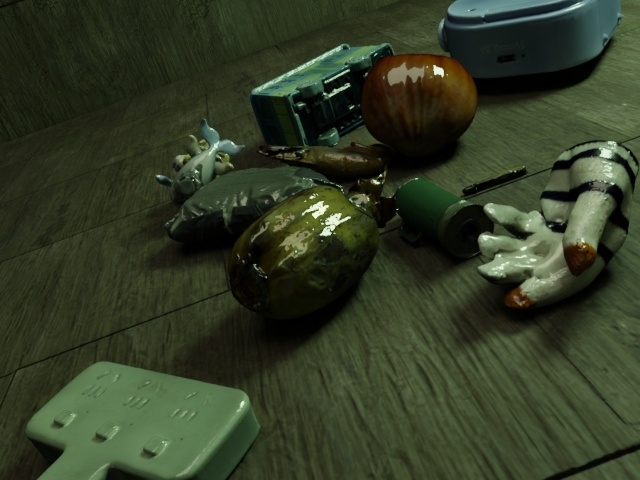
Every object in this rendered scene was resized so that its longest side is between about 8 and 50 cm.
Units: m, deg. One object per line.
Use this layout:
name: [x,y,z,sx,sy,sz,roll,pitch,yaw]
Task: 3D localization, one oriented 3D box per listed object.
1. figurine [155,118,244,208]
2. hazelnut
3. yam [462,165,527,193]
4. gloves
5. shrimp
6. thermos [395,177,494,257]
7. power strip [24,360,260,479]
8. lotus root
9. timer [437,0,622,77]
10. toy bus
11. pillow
figurine: [-0.236,-0.140,1.249,0.208,0.128,0.183,-50,10,29]
hazelnut: [0.179,-0.245,1.155,0.210,0.210,0.186,-16,3,7]
yam: [0.270,-0.094,0.969,0.107,0.014,0.014,-20,27,-1]
gloves: [0.273,-0.008,0.711,0.140,0.131,0.218,17,74,47]
shrimp: [0.010,-0.157,1.212,0.262,0.066,0.117,10,22,22]
thermos: [0.161,-0.037,0.882,0.073,0.083,0.187,-4,20,-18]
power strip: [-0.213,0.218,0.653,0.265,0.059,0.193,1,33,35]
lotus root: [0.000,0.002,0.832,0.154,0.154,0.278,11,41,46]
timer: [0.446,-0.469,1.383,0.395,0.173,0.395,-16,28,9]
toy bus: [0.020,-0.329,1.430,0.312,0.151,0.190,-34,30,-25]
pillow: [-0.115,-0.060,1.076,0.335,0.092,0.161,-6,34,25]
